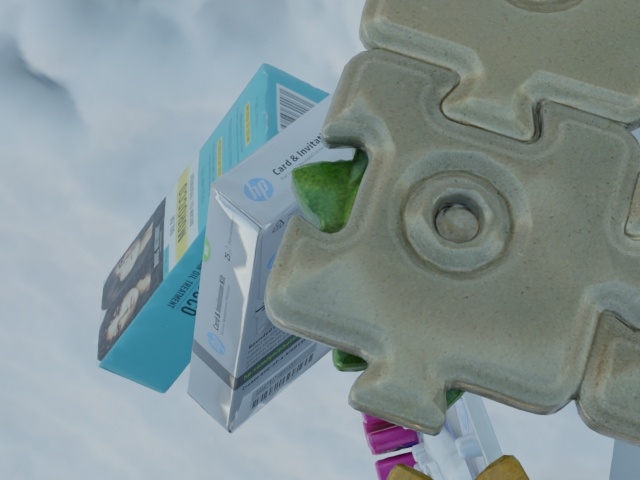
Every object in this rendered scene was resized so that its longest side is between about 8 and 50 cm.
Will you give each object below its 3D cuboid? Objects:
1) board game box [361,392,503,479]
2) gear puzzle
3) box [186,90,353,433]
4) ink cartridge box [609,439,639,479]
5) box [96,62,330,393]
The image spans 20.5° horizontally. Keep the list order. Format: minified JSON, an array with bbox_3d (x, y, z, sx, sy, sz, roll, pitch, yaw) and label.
[{"bbox_3d":[0.084,0.189,1.187,0.050,0.390,0.390,-16,145,-3],"label":"board game box"},{"bbox_3d":[0.083,-0.011,0.459,0.175,0.339,0.044,18,157,4],"label":"gear puzzle"},{"bbox_3d":[0.000,0.000,0.893,0.038,0.145,0.186,41,150,18],"label":"box"},{"bbox_3d":[0.350,0.171,1.037,0.307,0.223,0.129,12,100,38],"label":"ink cartridge box"},{"bbox_3d":[-0.079,-0.006,1.291,0.060,0.100,0.244,25,125,-22],"label":"box"}]
